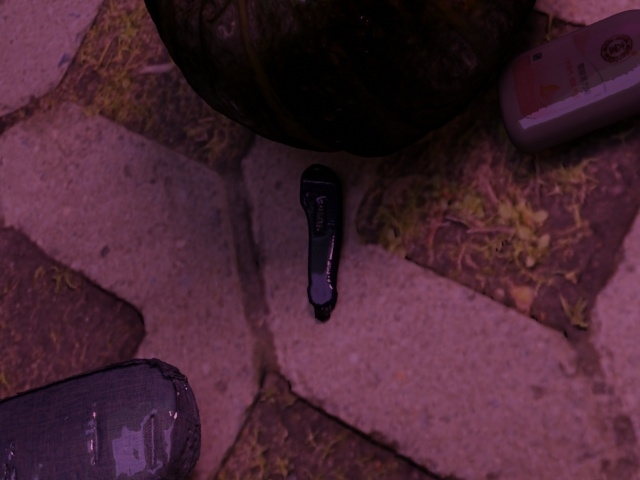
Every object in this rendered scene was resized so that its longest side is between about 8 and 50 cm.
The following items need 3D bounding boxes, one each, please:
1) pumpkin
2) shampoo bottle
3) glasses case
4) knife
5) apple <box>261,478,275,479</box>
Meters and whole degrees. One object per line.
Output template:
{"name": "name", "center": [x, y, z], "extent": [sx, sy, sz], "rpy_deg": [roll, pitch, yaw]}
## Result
{"name": "pumpkin", "center": [0.017, -0.215, 1.181], "extent": [0.320, 0.192, 0.320], "rpy_deg": [-17, 52, 23]}
{"name": "shampoo bottle", "center": [0.199, -0.116, 1.116], "extent": [0.165, 0.040, 0.080], "rpy_deg": [-21, 51, 22]}
{"name": "glasses case", "center": [-0.208, 0.165, 1.201], "extent": [0.282, 0.067, 0.109], "rpy_deg": [-20, 59, 26]}
{"name": "knife", "center": [0.000, 0.000, 1.193], "extent": [0.031, 0.018, 0.121], "rpy_deg": [-9, 61, 20]}
{"name": "apple", "center": [-0.099, 0.241, 0.989], "extent": [0.246, 0.226, 0.246], "rpy_deg": [-13, 60, 23]}
